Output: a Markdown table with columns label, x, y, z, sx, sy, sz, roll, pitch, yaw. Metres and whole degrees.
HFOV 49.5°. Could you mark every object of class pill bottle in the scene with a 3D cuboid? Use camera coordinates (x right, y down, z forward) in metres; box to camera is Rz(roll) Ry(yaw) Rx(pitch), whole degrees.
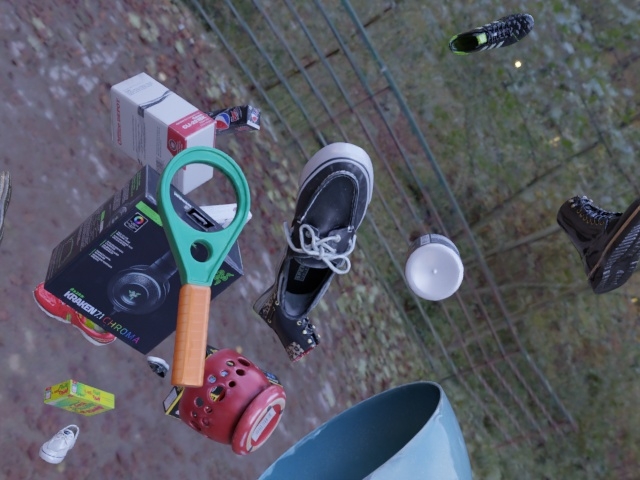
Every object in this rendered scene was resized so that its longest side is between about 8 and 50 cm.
| label | x | y | z | sx | sy | sz | roll | pitch | yaw |
| --- | --- | --- | --- | --- | --- | --- | --- | --- | --- |
| pill bottle | 0.265 | 0.054 | 1.634 | 0.130 | 0.131 | 0.246 | 63 | 11 | -3 |

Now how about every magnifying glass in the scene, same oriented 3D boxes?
| label | x | y | z | sx | sy | sz | roll | pitch | yaw |
| --- | --- | --- | --- | --- | --- | --- | --- | --- | --- |
| magnifying glass | -0.116 | 0.020 | 0.656 | 0.092 | 0.026 | 0.230 | 12 | 69 | -29 |

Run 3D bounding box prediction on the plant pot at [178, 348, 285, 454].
| label | x | y | z | sx | sy | sz | roll | pitch | yaw |
| --- | --- | --- | --- | --- | --- | --- | --- | --- | --- |
| plant pot | -0.183 | 0.358 | 1.515 | 0.174 | 0.191 | 0.191 | 29 | 8 | 22 |

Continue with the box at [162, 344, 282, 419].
| label | x | y | z | sx | sy | sz | roll | pitch | yaw |
| --- | --- | --- | --- | --- | --- | --- | --- | --- | --- |
| box | -0.328 | 0.523 | 2.355 | 0.322 | 0.257 | 0.079 | 33 | 7 | -32 |

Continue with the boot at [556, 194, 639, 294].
| label | x | y | z | sx | sy | sz | roll | pitch | yaw |
| --- | --- | --- | --- | --- | --- | --- | --- | --- | --- |
| boot | 0.379 | -0.030 | 0.939 | 0.197 | 0.077 | 0.137 | 98 | -25 | -55 |

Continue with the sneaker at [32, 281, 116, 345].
| label | x | y | z | sx | sy | sz | roll | pitch | yaw |
| --- | --- | --- | --- | --- | --- | --- | --- | --- | --- |
| sneaker | -0.718 | 0.205 | 2.066 | 0.279 | 0.118 | 0.107 | 36 | 61 | -13 |

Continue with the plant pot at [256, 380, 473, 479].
| label | x | y | z | sx | sy | sz | roll | pitch | yaw |
| --- | --- | --- | --- | --- | --- | --- | --- | --- | --- |
| plant pot | 0.073 | 0.336 | 0.856 | 0.195 | 0.290 | 0.290 | 59 | 20 | -2 |

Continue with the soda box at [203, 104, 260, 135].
| label | x | y | z | sx | sy | sz | roll | pitch | yaw |
| --- | --- | --- | --- | --- | --- | --- | --- | --- | --- |
| soda box | -0.243 | -0.317 | 1.843 | 0.060 | 0.169 | 0.053 | 15 | 75 | -57 |

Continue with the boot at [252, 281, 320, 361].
| label | x | y | z | sx | sy | sz | roll | pitch | yaw |
| --- | --- | --- | --- | --- | --- | --- | --- | --- | --- |
| boot | -0.044 | 0.163 | 1.649 | 0.085 | 0.236 | 0.178 | -12 | 63 | -52 |

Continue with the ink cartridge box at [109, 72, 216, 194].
| label | x | y | z | sx | sy | sz | roll | pitch | yaw |
| --- | --- | --- | --- | --- | --- | --- | --- | --- | --- |
| ink cartridge box | -0.410 | -0.278 | 1.802 | 0.273 | 0.197 | 0.114 | 35 | 49 | 19 |

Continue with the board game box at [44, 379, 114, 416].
| label | x | y | z | sx | sy | sz | roll | pitch | yaw |
| --- | --- | --- | --- | --- | --- | --- | --- | --- | --- |
| board game box | -0.677 | 0.446 | 1.958 | 0.181 | 0.092 | 0.043 | 45 | 29 | -54 |

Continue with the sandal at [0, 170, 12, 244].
| label | x | y | z | sx | sy | sz | roll | pitch | yaw |
| --- | --- | --- | --- | --- | --- | --- | --- | --- | --- |
| sandal | -0.550 | -0.036 | 1.152 | 0.049 | 0.072 | 0.180 | 8 | 65 | -19 |

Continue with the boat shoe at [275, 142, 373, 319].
| label | x | y | z | sx | sy | sz | roll | pitch | yaw |
| --- | --- | --- | --- | --- | --- | --- | --- | --- | --- |
| boat shoe | -0.004 | -0.001 | 1.024 | 0.113 | 0.306 | 0.104 | 17 | 41 | -15 |

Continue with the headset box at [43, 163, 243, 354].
| label | x | y | z | sx | sy | sz | roll | pitch | yaw |
| --- | --- | --- | --- | --- | --- | --- | --- | --- | --- |
| headset box | -0.317 | 0.035 | 1.297 | 0.246 | 0.283 | 0.131 | 44 | 14 | -32 |

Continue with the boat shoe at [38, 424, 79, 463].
| label | x | y | z | sx | sy | sz | roll | pitch | yaw |
| --- | --- | --- | --- | --- | --- | --- | --- | --- | --- |
| boat shoe | -0.369 | 0.287 | 0.991 | 0.035 | 0.035 | 0.100 | 28 | -1 | 0 |

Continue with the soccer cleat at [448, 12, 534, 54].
| label | x | y | z | sx | sy | sz | roll | pitch | yaw |
| --- | --- | --- | --- | --- | --- | --- | --- | --- | --- |
| soccer cleat | 0.352 | -0.422 | 1.439 | 0.072 | 0.179 | 0.060 | -48 | 122 | -64 |

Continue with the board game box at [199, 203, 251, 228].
| label | x | y | z | sx | sy | sz | roll | pitch | yaw |
| --- | --- | --- | --- | --- | --- | --- | --- | --- | --- |
| board game box | -0.343 | 0.012 | 1.862 | 0.193 | 0.305 | 0.053 | -8 | 63 | -50 |

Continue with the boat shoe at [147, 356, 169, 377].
| label | x | y | z | sx | sy | sz | roll | pitch | yaw |
| --- | --- | --- | --- | --- | --- | --- | --- | --- | --- |
| boat shoe | -0.523 | 0.408 | 2.237 | 0.142 | 0.049 | 0.040 | 72 | 25 | -64 |
